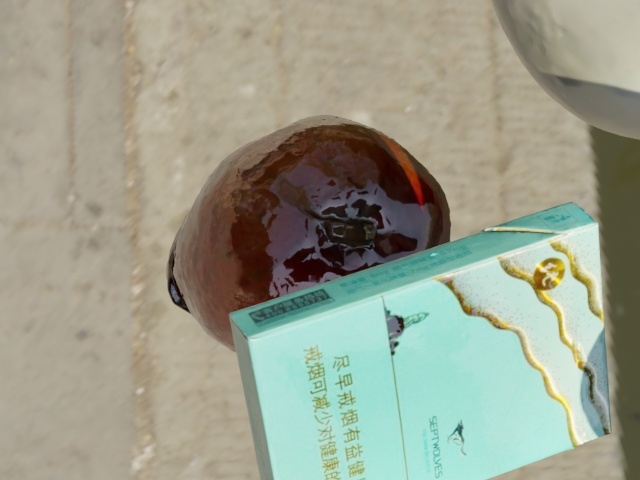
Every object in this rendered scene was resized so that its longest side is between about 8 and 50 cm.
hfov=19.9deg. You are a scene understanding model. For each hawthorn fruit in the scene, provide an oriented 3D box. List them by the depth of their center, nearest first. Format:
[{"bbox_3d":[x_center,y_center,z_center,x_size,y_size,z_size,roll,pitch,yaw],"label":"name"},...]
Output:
[{"bbox_3d":[0.000,0.000,1.390,0.215,0.250,0.215,3,79,-13],"label":"hawthorn fruit"}]

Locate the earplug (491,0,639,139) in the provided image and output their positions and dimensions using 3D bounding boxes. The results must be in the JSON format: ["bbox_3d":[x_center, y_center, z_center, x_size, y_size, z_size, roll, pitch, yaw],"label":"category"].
[{"bbox_3d":[0.315,-0.251,1.350,0.313,0.394,0.312,37,38,-36],"label":"earplug"}]

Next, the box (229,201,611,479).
[{"bbox_3d":[0.067,0.083,1.115,0.229,0.041,0.162,-18,122,-15],"label":"box"}]
